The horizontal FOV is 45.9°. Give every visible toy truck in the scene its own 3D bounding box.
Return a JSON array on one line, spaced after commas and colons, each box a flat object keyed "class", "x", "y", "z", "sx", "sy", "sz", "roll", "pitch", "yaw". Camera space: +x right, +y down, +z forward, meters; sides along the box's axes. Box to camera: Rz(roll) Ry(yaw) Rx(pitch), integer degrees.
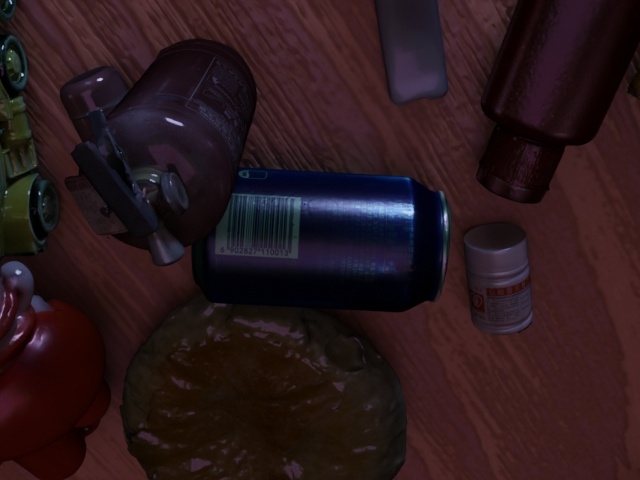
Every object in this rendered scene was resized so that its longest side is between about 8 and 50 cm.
[{"class": "toy truck", "x": -0.299, "y": -0.091, "z": 0.580, "sx": 0.128, "sy": 0.135, "sz": 0.259, "roll": -2, "pitch": 120, "yaw": 2}]

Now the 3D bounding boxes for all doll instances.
[{"class": "doll", "x": -0.267, "y": 0.122, "z": 0.664, "sx": 0.161, "sy": 0.130, "sz": 0.290, "roll": -42, "pitch": 146, "yaw": -19}]

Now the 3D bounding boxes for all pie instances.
[{"class": "pie", "x": -0.056, "y": 0.177, "z": 0.747, "sx": 0.307, "sy": 0.071, "sz": 0.306, "roll": 2, "pitch": 118, "yaw": 3}]

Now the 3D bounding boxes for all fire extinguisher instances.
[{"class": "fire extinguisher", "x": -0.103, "y": -0.068, "z": 0.513, "sx": 0.105, "sy": 0.269, "sz": 0.104, "roll": 1, "pitch": 117, "yaw": 1}]

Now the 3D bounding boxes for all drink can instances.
[{"class": "drink can", "x": 0.000, "y": 0.000, "z": 0.632, "sx": 0.205, "sy": 0.118, "sz": 0.118, "roll": 4, "pitch": 117, "yaw": -1}]

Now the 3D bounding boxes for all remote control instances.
[{"class": "remote control", "x": 0.065, "y": -0.194, "z": 0.584, "sx": 0.050, "sy": 0.027, "sz": 0.184, "roll": -10, "pitch": 117, "yaw": 6}]

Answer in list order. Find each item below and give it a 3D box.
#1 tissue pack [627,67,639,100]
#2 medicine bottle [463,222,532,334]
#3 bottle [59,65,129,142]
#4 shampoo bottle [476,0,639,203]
[{"class": "tissue pack", "x": 0.435, "y": -0.185, "z": 0.467, "sx": 0.293, "sy": 0.228, "sz": 0.381, "roll": 18, "pitch": 120, "yaw": -11}, {"class": "medicine bottle", "x": 0.160, "y": 0.035, "z": 0.681, "sx": 0.057, "sy": 0.057, "sz": 0.089, "roll": -9, "pitch": 116, "yaw": 5}, {"class": "bottle", "x": -0.164, "y": -0.073, "z": 0.632, "sx": 0.053, "sy": 0.053, "sz": 0.140, "roll": -18, "pitch": 116, "yaw": 9}, {"class": "shampoo bottle", "x": 0.192, "y": -0.155, "z": 0.582, "sx": 0.102, "sy": 0.064, "sz": 0.260, "roll": 13, "pitch": 117, "yaw": -10}]
